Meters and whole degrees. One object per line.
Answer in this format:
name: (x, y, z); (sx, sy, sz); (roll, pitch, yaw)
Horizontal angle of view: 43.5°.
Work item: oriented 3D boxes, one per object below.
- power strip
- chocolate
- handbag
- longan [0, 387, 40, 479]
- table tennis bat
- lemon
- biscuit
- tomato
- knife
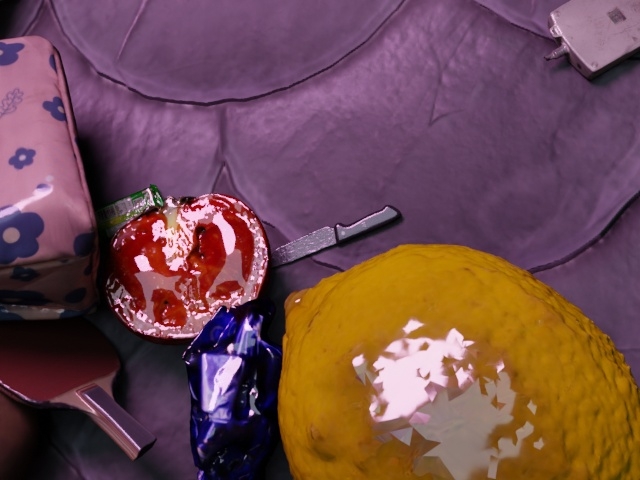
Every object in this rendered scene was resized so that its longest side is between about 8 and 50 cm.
power strip: (0.323, -0.238, 0.811); (0.226, 0.029, 0.080); (-30, 76, -1)
chocolate: (-0.080, 0.220, 0.706); (0.148, 0.126, 0.344); (16, 78, -26)
handbag: (-0.316, -0.048, 0.740); (0.193, 0.190, 0.252); (-9, 59, -22)
longan: (-0.357, 0.178, 0.746); (0.184, 0.159, 0.204); (-12, 33, -15)
table tennis bat: (-0.237, 0.126, 0.754); (0.220, 0.130, 0.019); (37, 118, 20)
lemon: (0.101, 0.137, 0.624); (0.268, 0.268, 0.322); (-43, 79, -4)
biscuit: (-0.202, -0.027, 0.841); (0.089, 0.016, 0.046); (-21, 75, 3)
tomato: (-0.124, 0.032, 0.774); (0.159, 0.091, 0.139); (-18, 75, -5)
knife: (0.000, 0.000, 0.808); (0.170, 0.010, 0.023); (-22, 74, 4)
